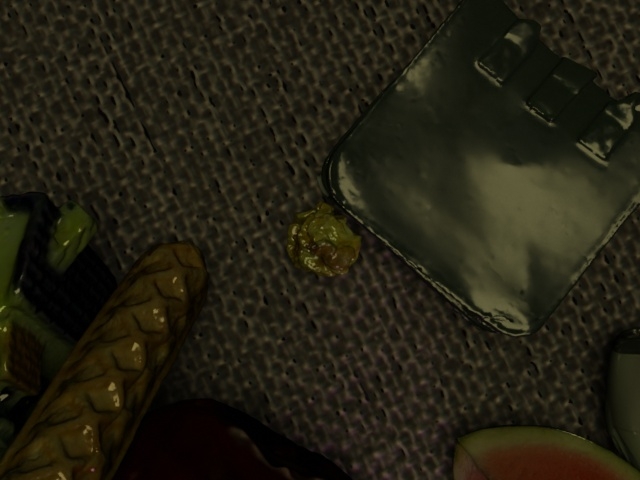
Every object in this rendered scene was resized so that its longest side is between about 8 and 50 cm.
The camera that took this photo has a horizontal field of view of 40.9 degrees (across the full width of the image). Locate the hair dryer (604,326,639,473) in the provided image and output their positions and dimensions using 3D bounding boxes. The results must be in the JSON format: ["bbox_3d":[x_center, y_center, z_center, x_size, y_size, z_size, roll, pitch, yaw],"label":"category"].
[{"bbox_3d":[0.379,0.204,0.746,0.267,0.092,0.229,10,104,25],"label":"hair dryer"}]

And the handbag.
[{"bbox_3d":[0.161,-0.074,0.794,0.247,0.079,0.260,41,86,1],"label":"handbag"}]

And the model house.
[{"bbox_3d":[-0.246,0.078,0.712,0.170,0.194,0.211,39,76,22],"label":"model house"}]

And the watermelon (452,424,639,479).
[{"bbox_3d":[0.197,0.266,0.766,0.193,0.137,0.145,15,130,10],"label":"watermelon"}]

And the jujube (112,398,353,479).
[{"bbox_3d":[-0.134,0.292,0.689,0.377,0.258,0.258,-37,87,-10],"label":"jujube"}]

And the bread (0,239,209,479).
[{"bbox_3d":[-0.173,0.126,0.671,0.077,0.367,0.084,11,130,8],"label":"bread"}]

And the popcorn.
[{"bbox_3d":[-0.001,0.003,0.796,0.083,0.068,0.059,30,63,35],"label":"popcorn"}]
